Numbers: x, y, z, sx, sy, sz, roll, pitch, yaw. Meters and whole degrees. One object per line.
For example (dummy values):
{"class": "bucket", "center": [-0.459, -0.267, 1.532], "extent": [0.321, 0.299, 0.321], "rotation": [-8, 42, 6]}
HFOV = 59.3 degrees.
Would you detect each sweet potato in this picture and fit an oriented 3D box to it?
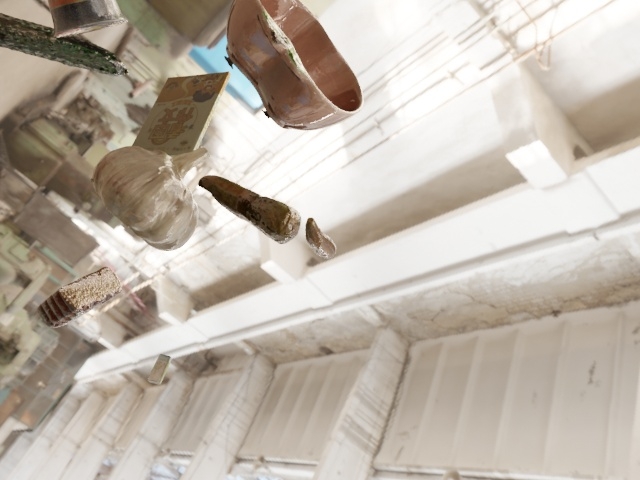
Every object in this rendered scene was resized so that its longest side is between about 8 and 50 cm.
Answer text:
{"class": "sweet potato", "center": [-0.112, -0.055, 0.938], "extent": [0.233, 0.081, 0.062], "rotation": [28, -102, 38]}
{"class": "sweet potato", "center": [0.006, 0.010, 1.506], "extent": [0.058, 0.078, 0.255], "rotation": [-31, 160, 6]}

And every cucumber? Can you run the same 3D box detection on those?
{"class": "cucumber", "center": [-0.539, -0.397, 1.145], "extent": [0.067, 0.293, 0.068], "rotation": [-167, -90, -74]}

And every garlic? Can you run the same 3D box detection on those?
{"class": "garlic", "center": [-0.297, -0.108, 1.062], "extent": [0.212, 0.218, 0.218], "rotation": [-46, -162, -10]}

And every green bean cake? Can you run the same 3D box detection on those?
{"class": "green bean cake", "center": [-0.696, 0.164, 1.661], "extent": [0.198, 0.097, 0.232], "rotation": [-29, -175, 34]}

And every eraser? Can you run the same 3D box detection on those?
{"class": "eraser", "center": [-0.456, 0.365, 1.597], "extent": [0.019, 0.038, 0.083], "rotation": [87, 17, -49]}

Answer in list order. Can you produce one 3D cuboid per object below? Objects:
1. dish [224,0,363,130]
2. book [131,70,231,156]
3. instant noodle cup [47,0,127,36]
{"class": "dish", "center": [-0.043, -0.222, 0.719], "extent": [0.090, 0.213, 0.213], "rotation": [-33, -157, 27]}
{"class": "book", "center": [-0.371, -0.332, 1.488], "extent": [0.207, 0.020, 0.296], "rotation": [2, -122, 23]}
{"class": "instant noodle cup", "center": [-0.402, -0.418, 0.930], "extent": [0.127, 0.136, 0.127], "rotation": [-12, -159, 4]}
